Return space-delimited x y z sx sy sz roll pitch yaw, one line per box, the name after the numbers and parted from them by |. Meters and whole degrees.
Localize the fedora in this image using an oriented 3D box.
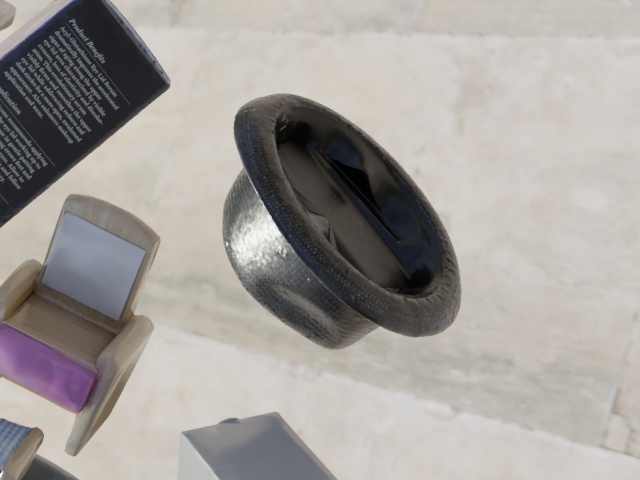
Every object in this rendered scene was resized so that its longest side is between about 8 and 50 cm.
0.000 0.000 1.706 0.152 0.334 0.334 -44 48 31 | fedora

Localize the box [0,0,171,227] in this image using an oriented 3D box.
-0.250 -0.109 1.294 0.207 0.108 0.153 -43 17 -14 | box

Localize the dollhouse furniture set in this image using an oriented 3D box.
-0.243 0.015 0.668 0.198 0.286 0.303 -66 -5 29 | dollhouse furniture set

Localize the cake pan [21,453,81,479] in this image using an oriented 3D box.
-0.210 0.226 1.011 0.054 0.293 0.293 -55 44 12 | cake pan

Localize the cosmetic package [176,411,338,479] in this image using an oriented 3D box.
-0.048 0.286 1.592 0.238 0.127 0.107 40 131 52 | cosmetic package
